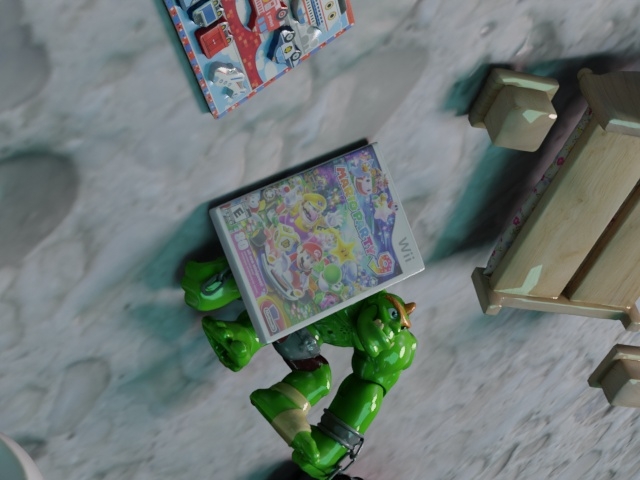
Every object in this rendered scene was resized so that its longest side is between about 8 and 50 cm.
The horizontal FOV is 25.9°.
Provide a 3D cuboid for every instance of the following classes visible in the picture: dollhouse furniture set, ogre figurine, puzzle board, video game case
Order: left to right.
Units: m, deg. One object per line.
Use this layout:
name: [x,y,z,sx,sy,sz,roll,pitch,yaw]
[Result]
puzzle board: [-0.029,-0.123,0.710,0.096,0.011,0.128,-35,151,-9]
ogre figurine: [-0.004,0.060,0.906,0.118,0.097,0.197,-42,108,-15]
video game case: [0.000,0.000,0.849,0.122,0.087,0.011,-24,-174,-28]
dollhouse furniture set: [0.210,-0.023,1.092,0.355,0.174,0.303,9,132,-23]

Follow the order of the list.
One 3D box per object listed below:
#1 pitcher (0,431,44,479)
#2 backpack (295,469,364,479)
pitcher: [-0.248,0.188,0.789,0.177,0.126,0.207,-4,148,-26]
backpack: [0.053,0.319,1.199,0.191,0.225,0.253,-47,148,15]
